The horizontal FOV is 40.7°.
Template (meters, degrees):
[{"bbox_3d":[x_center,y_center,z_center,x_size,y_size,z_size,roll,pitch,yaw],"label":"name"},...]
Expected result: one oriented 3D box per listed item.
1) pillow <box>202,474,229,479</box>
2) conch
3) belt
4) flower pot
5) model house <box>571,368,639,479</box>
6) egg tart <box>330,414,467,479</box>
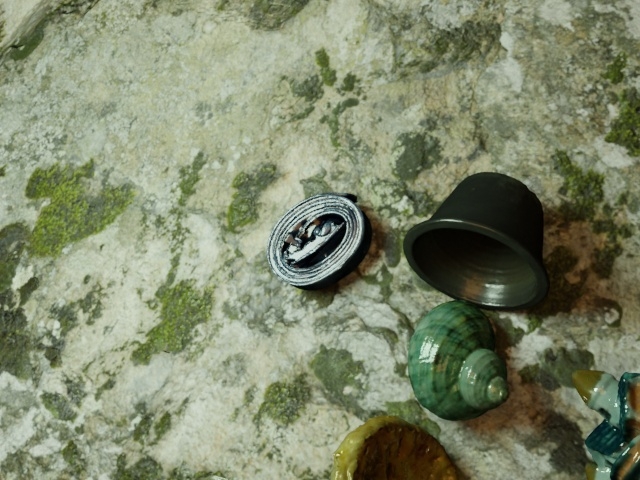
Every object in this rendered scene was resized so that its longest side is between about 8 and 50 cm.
[{"bbox_3d":[-0.111,0.470,1.409,0.217,0.033,0.130,12,85,18],"label":"pillow"},{"bbox_3d":[0.217,0.192,1.351,0.176,0.122,0.188,-39,70,-13],"label":"conch"},{"bbox_3d":[0.000,0.000,1.491,0.190,0.082,0.141,-36,73,5],"label":"belt"},{"bbox_3d":[0.264,-0.010,1.365,0.235,0.235,0.148,16,59,20],"label":"flower pot"},{"bbox_3d":[0.448,0.294,1.206,0.184,0.253,0.291,-38,50,-11],"label":"model house"},{"bbox_3d":[0.108,0.408,1.275,0.115,0.290,0.290,-34,62,44],"label":"egg tart"}]
